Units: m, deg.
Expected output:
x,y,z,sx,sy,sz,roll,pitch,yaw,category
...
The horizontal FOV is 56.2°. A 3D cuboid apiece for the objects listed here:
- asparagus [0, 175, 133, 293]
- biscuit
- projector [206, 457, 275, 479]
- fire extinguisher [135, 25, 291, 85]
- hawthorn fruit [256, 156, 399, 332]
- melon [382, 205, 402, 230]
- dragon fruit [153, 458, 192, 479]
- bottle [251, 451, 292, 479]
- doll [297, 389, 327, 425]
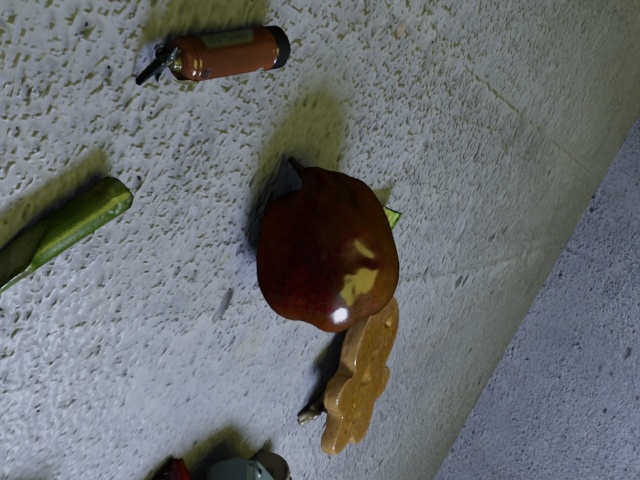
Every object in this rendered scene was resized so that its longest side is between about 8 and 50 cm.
x,y,z,sx,sy,sz,roll,pitch,yaw,category
-0.267,-0.002,0.589,0.178,0.045,0.041,-41,113,-26,asparagus
0.086,0.283,1.303,0.275,0.052,0.354,2,102,-61,biscuit
-0.114,0.533,1.067,0.108,0.198,0.250,-19,129,9,projector
-0.111,-0.195,0.638,0.177,0.050,0.062,-25,175,-41,fire extinguisher
0.000,0.000,0.853,0.208,0.208,0.248,-32,116,-38,hawthorn fruit
0.049,0.019,1.064,0.261,0.053,0.114,-49,141,-16,melon
-0.268,0.545,0.980,0.317,0.152,0.205,-49,150,-17,dragon fruit
-0.106,0.518,1.246,0.099,0.099,0.152,-34,143,-35,bottle
-0.010,0.369,1.320,0.093,0.051,0.061,-14,140,-12,doll
